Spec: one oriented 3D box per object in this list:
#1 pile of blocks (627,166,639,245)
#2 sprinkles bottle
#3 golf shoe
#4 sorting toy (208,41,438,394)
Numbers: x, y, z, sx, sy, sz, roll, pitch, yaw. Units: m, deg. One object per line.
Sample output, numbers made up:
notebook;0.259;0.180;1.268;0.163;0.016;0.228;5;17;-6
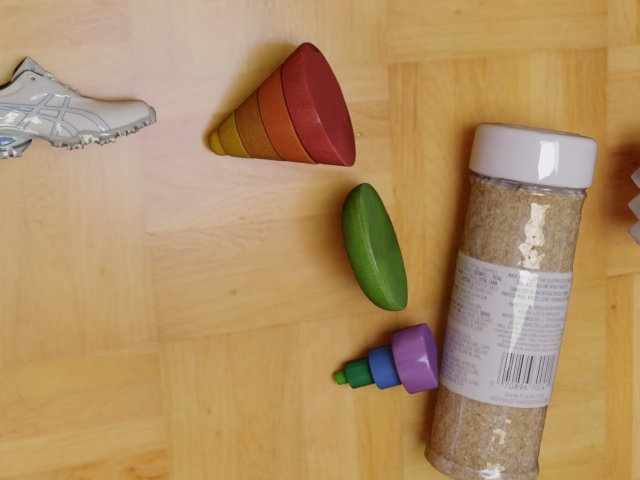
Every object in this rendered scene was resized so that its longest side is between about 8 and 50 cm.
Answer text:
pile of blocks;0.456;-0.103;1.151;0.362;0.149;0.112;-19;63;-24
sprinkles bottle;0.188;0.064;1.066;0.121;0.121;0.355;5;99;-20
golf shoe;-0.230;-0.118;0.916;0.176;0.069;0.086;-9;98;-18
sorting toy;0.000;0.000;1.017;0.126;0.127;0.365;-17;111;15
